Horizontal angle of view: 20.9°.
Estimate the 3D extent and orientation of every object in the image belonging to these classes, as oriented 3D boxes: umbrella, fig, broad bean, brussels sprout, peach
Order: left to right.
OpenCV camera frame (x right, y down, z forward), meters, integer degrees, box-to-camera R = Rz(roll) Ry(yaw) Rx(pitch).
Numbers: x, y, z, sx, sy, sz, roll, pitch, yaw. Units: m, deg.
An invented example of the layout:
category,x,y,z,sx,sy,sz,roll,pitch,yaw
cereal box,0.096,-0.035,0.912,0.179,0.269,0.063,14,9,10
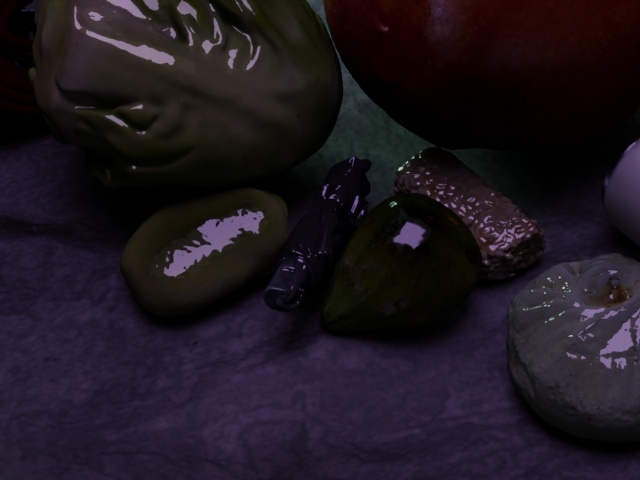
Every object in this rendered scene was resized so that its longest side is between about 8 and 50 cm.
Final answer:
category,x,y,z,sx,sy,sz,roll,pitch,yaw
brussels sprout,-0.132,-0.181,1.751,0.328,0.247,0.328,9,13,-2
broad bean,-0.108,0.003,1.666,0.174,0.082,0.124,-19,46,-20
umbrella,0.000,0.000,1.654,0.059,0.066,0.236,7,33,15
fig,0.069,0.035,1.616,0.156,0.123,0.123,-46,42,15
peach,0.182,-0.256,1.743,0.388,0.388,0.388,-2,40,1

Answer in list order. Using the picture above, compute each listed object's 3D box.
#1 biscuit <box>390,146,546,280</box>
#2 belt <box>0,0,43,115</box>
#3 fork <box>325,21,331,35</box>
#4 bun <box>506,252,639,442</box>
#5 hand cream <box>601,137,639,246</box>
category,x,y,z,sx,sy,sz,roll,pitch,yaw
biscuit,0.145,-0.027,1.700,0.082,0.070,0.168,-32,50,-19
belt,-0.277,-0.261,1.870,0.324,0.227,0.115,-18,38,-38
fork,-0.004,-0.206,1.954,0.039,0.021,0.235,6,41,6
bun,0.262,0.083,1.526,0.195,0.118,0.195,0,38,0
hand cream,0.420,0.026,1.605,0.185,0.118,0.358,-27,53,-30
